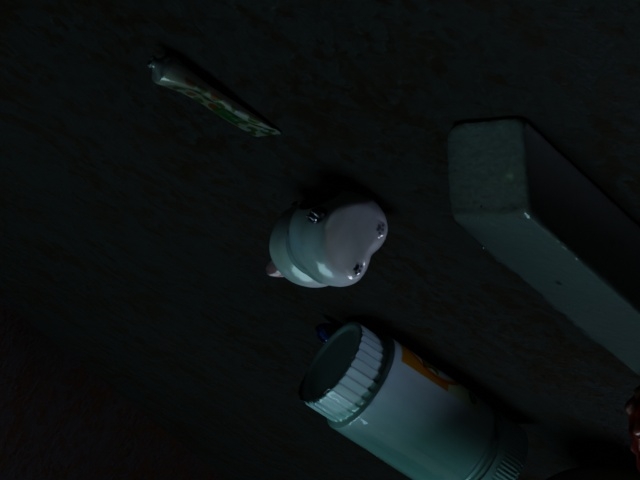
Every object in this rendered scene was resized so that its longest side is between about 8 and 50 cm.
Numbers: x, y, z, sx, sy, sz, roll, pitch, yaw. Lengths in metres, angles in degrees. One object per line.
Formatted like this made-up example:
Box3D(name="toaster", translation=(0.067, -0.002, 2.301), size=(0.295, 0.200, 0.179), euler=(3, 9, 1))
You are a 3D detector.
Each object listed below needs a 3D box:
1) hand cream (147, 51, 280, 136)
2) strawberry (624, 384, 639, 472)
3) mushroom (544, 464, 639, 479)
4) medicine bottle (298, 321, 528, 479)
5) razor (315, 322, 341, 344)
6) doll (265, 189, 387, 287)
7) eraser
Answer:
Box3D(name="hand cream", translation=(-0.118, -0.153, 1.547), size=(0.165, 0.037, 0.057), euler=(32, 164, -30))
Box3D(name="strawberry", translation=(0.425, 0.222, 1.402), size=(0.265, 0.149, 0.336), euler=(6, 172, 19))
Box3D(name="mushroom", translation=(0.433, 0.485, 2.037), size=(0.362, 0.294, 0.362), euler=(24, 163, 8))
Box3D(name="medicine bottle", translation=(0.135, 0.256, 2.086), size=(0.318, 0.158, 0.158), euler=(35, 162, -19))
Box3D(name="razor", translation=(0.102, 0.217, 2.220), size=(0.056, 0.093, 0.324), euler=(-28, 128, 21))
Box3D(name="doll", translation=(0.004, 0.001, 1.650), size=(0.107, 0.110, 0.181), euler=(33, 165, -9))
Box3D(name="eraser", translation=(0.253, 0.016, 1.365), size=(0.352, 0.077, 0.111), euler=(39, 158, -27))
